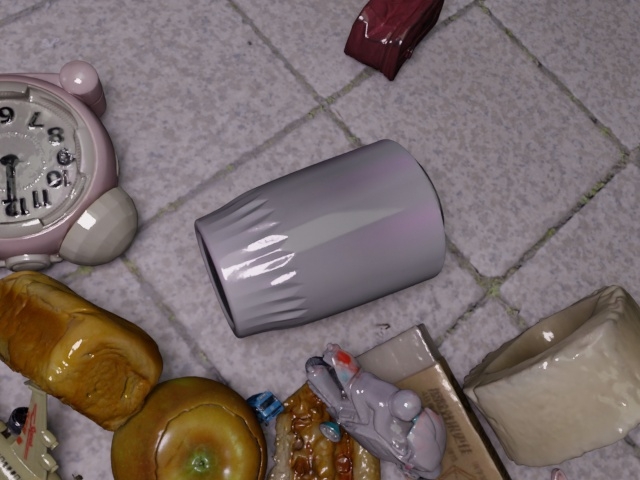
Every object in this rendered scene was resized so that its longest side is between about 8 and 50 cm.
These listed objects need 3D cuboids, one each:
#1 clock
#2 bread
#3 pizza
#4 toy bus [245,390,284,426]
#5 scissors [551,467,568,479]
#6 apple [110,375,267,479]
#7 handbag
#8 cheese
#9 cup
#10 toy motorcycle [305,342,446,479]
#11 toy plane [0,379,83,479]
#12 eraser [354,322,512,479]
[{"bbox_3d":[-0.484,-0.104,0.935,0.342,0.184,0.325,-9,77,-10],"label":"clock"},{"bbox_3d":[-0.353,0.141,0.809,0.294,0.167,0.132,18,73,42],"label":"bread"},{"bbox_3d":[0.006,0.352,0.908,0.182,0.074,0.365,13,61,-16],"label":"pizza"},{"bbox_3d":[-0.093,0.264,0.916,0.038,0.083,0.046,-34,90,-32],"label":"toy bus"},{"bbox_3d":[0.461,0.552,0.977,0.160,0.024,0.317,-29,79,-20],"label":"scissors"},{"bbox_3d":[-0.186,0.310,0.827,0.237,0.207,0.236,4,70,-12],"label":"apple"},{"bbox_3d":[0.161,-0.454,1.211,0.135,0.146,0.225,34,68,7],"label":"handbag"},{"bbox_3d":[0.404,0.208,0.933,0.332,0.292,0.153,-25,78,-49],"label":"cheese"},{"bbox_3d":[0.000,0.000,0.961,0.372,0.253,0.253,-20,76,-14],"label":"cup"},{"bbox_3d":[0.093,0.254,0.855,0.260,0.171,0.110,45,51,1],"label":"toy motorcycle"},{"bbox_3d":[-0.433,0.310,0.817,0.242,0.104,0.256,-43,101,13],"label":"toy plane"},{"bbox_3d":[0.188,0.317,0.944,0.144,0.078,0.343,-31,77,16],"label":"eraser"}]
